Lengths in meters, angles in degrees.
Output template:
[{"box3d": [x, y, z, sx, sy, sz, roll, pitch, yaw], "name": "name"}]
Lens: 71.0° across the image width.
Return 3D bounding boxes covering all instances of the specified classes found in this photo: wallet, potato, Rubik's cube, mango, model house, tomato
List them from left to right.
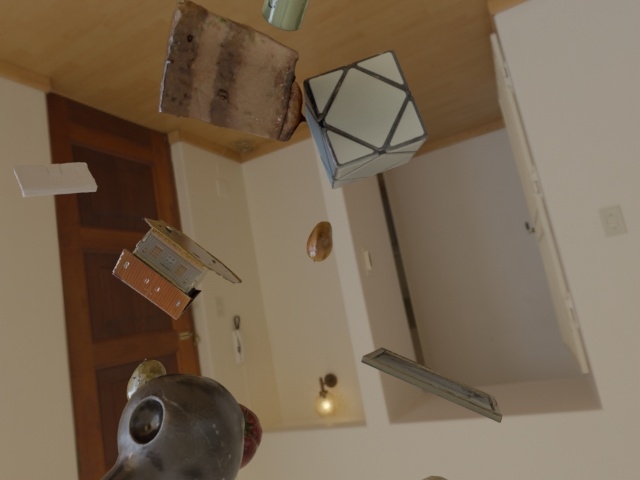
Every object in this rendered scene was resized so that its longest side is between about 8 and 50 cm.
[{"box3d": [-0.321, -0.074, 0.548, 0.083, 0.044, 0.011, -15, 161, -47], "name": "wallet"}, {"box3d": [-0.382, 0.313, 0.981, 0.070, 0.092, 0.138, 28, 132, -16], "name": "potato"}, {"box3d": [-0.285, 0.072, 0.894, 0.136, 0.219, 0.207, -51, -175, -4], "name": "model house"}, {"box3d": [-0.123, 0.261, 0.596, 0.075, 0.087, 0.087, -45, 154, 26], "name": "tomato"}, {"box3d": [0.000, 0.000, 1.138, 0.060, 0.114, 0.080, 19, 152, -17], "name": "mango"}, {"box3d": [0.090, -0.256, 0.996, 0.207, 0.205, 0.205, -21, 175, -4], "name": "Rubik's cube"}]

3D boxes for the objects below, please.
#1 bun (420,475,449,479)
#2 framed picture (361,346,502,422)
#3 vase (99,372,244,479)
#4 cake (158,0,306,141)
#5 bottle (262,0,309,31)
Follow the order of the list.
[{"box3d": [0.259, 0.611, 1.048, 0.138, 0.138, 0.094, -8, -173, -15], "name": "bun"}, {"box3d": [0.287, 0.359, 1.154, 0.335, 0.022, 0.247, 20, 178, 20], "name": "framed picture"}, {"box3d": [-0.148, 0.195, 0.371, 0.120, 0.120, 0.183, -18, -169, 39], "name": "vase"}, {"box3d": [-0.149, -0.308, 0.859, 0.292, 0.199, 0.196, 13, -166, -19], "name": "cake"}, {"box3d": [-0.033, -0.431, 0.684, 0.072, 0.072, 0.201, -6, 149, -26], "name": "bottle"}]
